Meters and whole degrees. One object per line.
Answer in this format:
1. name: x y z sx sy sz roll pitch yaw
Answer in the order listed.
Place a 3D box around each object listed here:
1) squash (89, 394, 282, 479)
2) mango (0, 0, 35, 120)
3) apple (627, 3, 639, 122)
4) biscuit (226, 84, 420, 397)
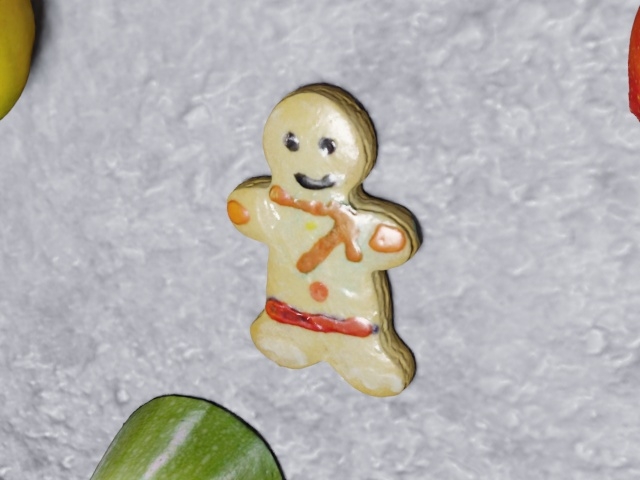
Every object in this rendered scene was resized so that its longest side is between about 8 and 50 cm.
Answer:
1. squash: -0.117 0.221 1.272 0.170 0.123 0.170 10 115 21
2. mango: -0.309 -0.204 1.158 0.254 0.139 0.175 39 139 -1
3. apple: 0.248 -0.096 0.877 0.163 0.139 0.163 12 118 23
4. biscuit: 0.000 0.000 1.143 0.153 0.030 0.234 13 120 23
